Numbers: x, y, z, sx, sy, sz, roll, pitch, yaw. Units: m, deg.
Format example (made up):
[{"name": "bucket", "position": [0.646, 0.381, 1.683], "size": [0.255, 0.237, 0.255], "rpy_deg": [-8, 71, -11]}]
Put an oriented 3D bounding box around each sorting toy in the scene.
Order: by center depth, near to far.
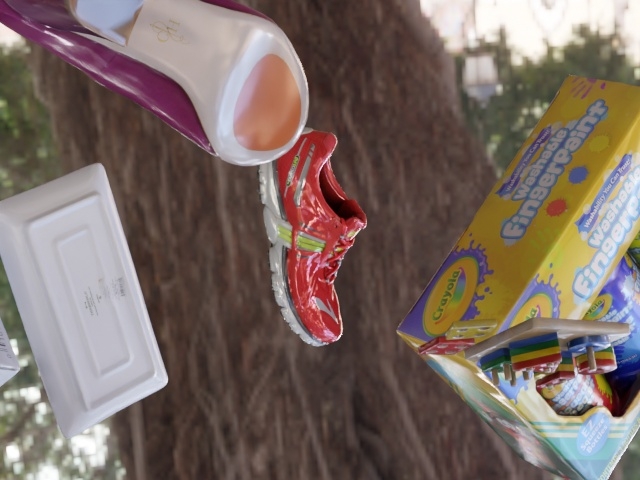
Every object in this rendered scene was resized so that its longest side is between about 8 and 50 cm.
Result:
[{"name": "sorting toy", "position": [0.241, 0.126, 1.444], "size": [0.274, 0.046, 0.132], "rpy_deg": [6, 158, -29]}]

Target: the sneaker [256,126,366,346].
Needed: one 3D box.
[{"name": "sneaker", "position": [0.000, 0.000, 1.600], "size": [0.118, 0.279, 0.107], "rpy_deg": [-5, -161, 17]}]

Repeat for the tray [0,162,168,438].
[{"name": "tray", "position": [-0.249, 0.065, 1.418], "size": [0.145, 0.270, 0.030], "rpy_deg": [-28, -158, -36]}]

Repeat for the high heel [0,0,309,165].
[{"name": "high heel", "position": [-0.151, -0.176, 1.116], "size": [0.181, 0.127, 0.377], "rpy_deg": [26, 174, 32]}]

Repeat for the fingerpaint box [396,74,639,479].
[{"name": "fingerpaint box", "position": [0.367, 0.062, 1.836], "size": [0.163, 0.371, 0.445], "rpy_deg": [20, -111, 49]}]

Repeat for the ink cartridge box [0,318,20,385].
[{"name": "ink cartridge box", "position": [-0.476, 0.075, 1.303], "size": [0.330, 0.324, 0.071], "rpy_deg": [-37, 156, 18]}]
